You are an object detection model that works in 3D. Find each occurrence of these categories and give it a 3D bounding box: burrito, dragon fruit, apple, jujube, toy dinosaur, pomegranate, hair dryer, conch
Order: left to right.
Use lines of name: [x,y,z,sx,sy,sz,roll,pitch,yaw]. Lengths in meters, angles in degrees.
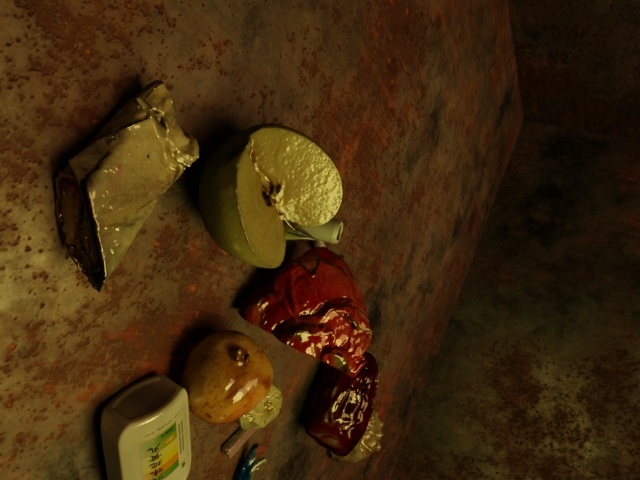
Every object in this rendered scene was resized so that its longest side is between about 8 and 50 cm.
burrito: [-0.338,-0.103,0.868,0.175,0.107,0.347,48,62,-41]
pomegranate: [-0.214,0.316,1.205,0.215,0.215,0.215,-37,137,-46]
toy dinosaur: [-0.247,0.731,1.557,0.188,0.075,0.247,-26,135,-43]
apple: [-0.125,-0.104,1.099,0.295,0.233,0.257,-46,124,-20]
dragon fruit: [0.000,0.178,1.333,0.286,0.329,0.228,-50,151,1]
hair dryer: [0.000,0.000,1.509,0.236,0.131,0.073,81,28,-63]
jujube: [0.077,0.575,1.852,0.258,0.258,0.376,41,59,-60]
conch: [0.152,0.865,2.226,0.263,0.186,0.324,-15,120,-36]

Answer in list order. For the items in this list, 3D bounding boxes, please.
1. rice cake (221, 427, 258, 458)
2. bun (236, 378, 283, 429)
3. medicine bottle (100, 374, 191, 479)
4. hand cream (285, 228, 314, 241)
rice cake: [-0.216,0.561,1.536,0.207,0.036,0.047,-38,147,-45]
bun: [-0.175,0.465,1.472,0.164,0.111,0.188,-51,149,-27]
medicine bottle: [-0.372,0.469,1.125,0.179,0.124,0.324,-28,131,-51]
hand cream: [-0.107,-0.023,1.348,0.235,0.086,0.055,18,74,-57]
